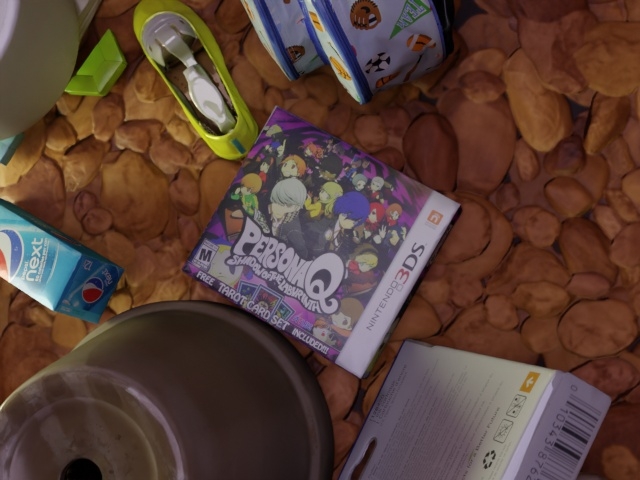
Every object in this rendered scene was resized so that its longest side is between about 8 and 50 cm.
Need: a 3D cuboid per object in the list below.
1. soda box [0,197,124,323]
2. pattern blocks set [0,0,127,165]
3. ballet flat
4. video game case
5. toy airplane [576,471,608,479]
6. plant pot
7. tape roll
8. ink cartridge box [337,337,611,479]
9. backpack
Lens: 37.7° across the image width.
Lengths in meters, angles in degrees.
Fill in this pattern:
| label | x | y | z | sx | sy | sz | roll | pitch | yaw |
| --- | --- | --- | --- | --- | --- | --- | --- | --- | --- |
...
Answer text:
| label | x | y | z | sx | sy | sz | roll | pitch | yaw |
| --- | --- | --- | --- | --- | --- | --- | --- | --- | --- |
| soda box | -0.315 | 0.013 | 1.015 | 0.210 | 0.071 | 0.067 | 25 | 88 | 32 |
| pattern blocks set | -0.347 | -0.266 | 1.110 | 0.285 | 0.026 | 0.325 | 43 | 93 | 13 |
| ballet flat | -0.143 | -0.191 | 1.034 | 0.077 | 0.077 | 0.231 | -34 | 78 | 6 |
| video game case | 0.000 | 0.000 | 1.000 | 0.232 | 0.042 | 0.210 | 30 | 88 | 13 |
| toy airplane | 0.236 | 0.435 | 0.814 | 0.384 | 0.272 | 0.386 | 36 | 81 | -24 |
| plant pot | -0.168 | 0.213 | 0.888 | 0.323 | 0.280 | 0.323 | -1 | 84 | 12 |
| tape roll | -0.398 | -0.232 | 0.979 | 0.246 | 0.169 | 0.246 | 0 | 88 | 6 |
| ink cartridge box | 0.090 | 0.242 | 0.826 | 0.072 | 0.307 | 0.304 | 28 | 82 | -11 |
| backpack | 0.020 | -0.267 | 0.927 | 0.213 | 0.276 | 0.263 | -32 | 85 | 11 |
